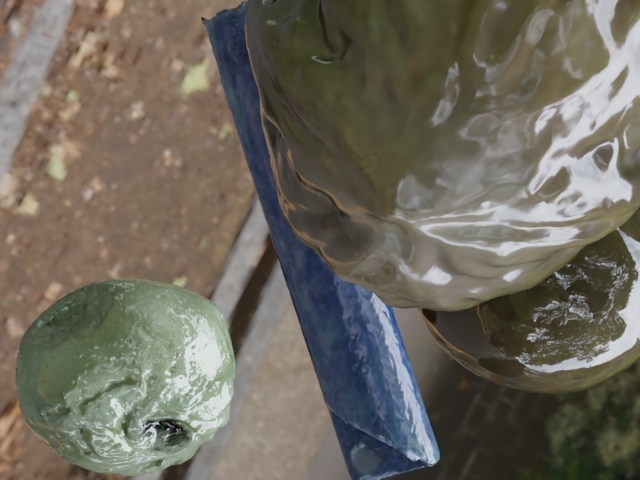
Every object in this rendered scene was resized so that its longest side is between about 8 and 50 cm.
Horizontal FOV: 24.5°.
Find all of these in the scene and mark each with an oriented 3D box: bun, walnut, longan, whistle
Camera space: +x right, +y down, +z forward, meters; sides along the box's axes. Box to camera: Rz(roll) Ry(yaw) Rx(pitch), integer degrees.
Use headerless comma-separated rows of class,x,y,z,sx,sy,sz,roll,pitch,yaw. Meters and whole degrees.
bun,-0.175,0.133,1.341,0.221,0.221,0.108,96,-12,-46
walnut,0.056,-0.067,0.526,0.230,0.178,0.178,-60,166,-55
longan,0.160,0.030,1.071,0.204,0.185,0.159,0,94,-78
whistle,0.000,0.000,0.911,0.062,0.062,0.304,-21,92,-63
